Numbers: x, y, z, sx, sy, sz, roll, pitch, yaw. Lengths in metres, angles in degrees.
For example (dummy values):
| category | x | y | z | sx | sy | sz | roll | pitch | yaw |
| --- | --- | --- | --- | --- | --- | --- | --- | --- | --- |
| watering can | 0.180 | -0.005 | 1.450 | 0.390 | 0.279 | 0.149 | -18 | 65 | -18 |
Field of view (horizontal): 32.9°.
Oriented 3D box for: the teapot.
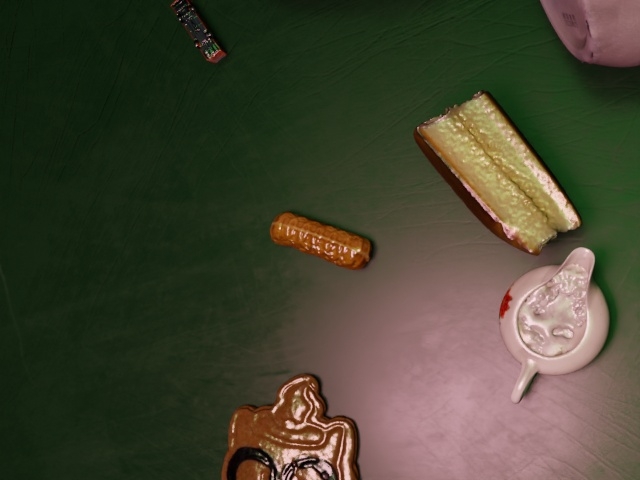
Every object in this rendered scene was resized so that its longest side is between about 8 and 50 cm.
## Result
| category | x | y | z | sx | sy | sz | roll | pitch | yaw |
| --- | --- | --- | --- | --- | --- | --- | --- | --- | --- |
| teapot | 0.309 | 0.116 | 1.449 | 0.145 | 0.092 | 0.226 | 23 | 93 | 20 |

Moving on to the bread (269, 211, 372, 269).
| category | x | y | z | sx | sy | sz | roll | pitch | yaw |
| --- | --- | --- | --- | --- | --- | --- | --- | --- | --- |
| bread | 0.000 | 0.000 | 1.575 | 0.157 | 0.044 | 0.052 | 19 | 96 | 18 |

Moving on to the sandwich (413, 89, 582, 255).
| category | x | y | z | sx | sy | sz | roll | pitch | yaw |
| --- | --- | --- | --- | --- | --- | --- | --- | --- | --- |
| sandwich | 0.244 | -0.083 | 1.471 | 0.122 | 0.128 | 0.236 | -37 | 77 | 6 |

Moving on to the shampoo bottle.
| category | x | y | z | sx | sy | sz | roll | pitch | yaw |
| --- | --- | --- | --- | --- | --- | --- | --- | --- | --- |
| shampoo bottle | 0.415 | -0.371 | 1.370 | 0.266 | 0.273 | 0.273 | -24 | 79 | 5 |

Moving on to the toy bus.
| category | x | y | z | sx | sy | sz | roll | pitch | yaw |
| --- | --- | --- | --- | --- | --- | --- | --- | --- | --- |
| toy bus | -0.185 | -0.323 | 1.661 | 0.031 | 0.043 | 0.110 | -36 | 78 | 14 |

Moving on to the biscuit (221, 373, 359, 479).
| category | x | y | z | sx | sy | sz | roll | pitch | yaw |
| --- | --- | --- | --- | --- | --- | --- | --- | --- | --- |
| biscuit | -0.045 | 0.336 | 1.559 | 0.208 | 0.041 | 0.290 | 7 | 87 | 16 |
